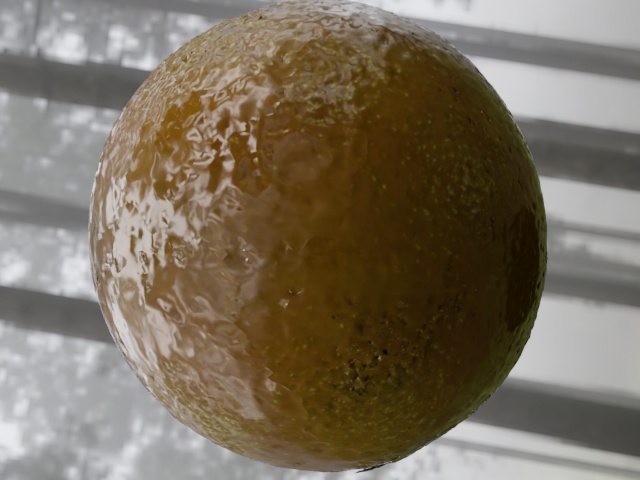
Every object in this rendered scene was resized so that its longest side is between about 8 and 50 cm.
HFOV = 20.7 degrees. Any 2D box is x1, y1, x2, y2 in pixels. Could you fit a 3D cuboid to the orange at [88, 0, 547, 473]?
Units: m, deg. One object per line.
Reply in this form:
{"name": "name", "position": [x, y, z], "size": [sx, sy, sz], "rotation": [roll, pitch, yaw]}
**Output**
{"name": "orange", "position": [0.000, 0.000, 1.001], "size": [0.274, 0.274, 0.274], "rotation": [9, -90, -83]}
